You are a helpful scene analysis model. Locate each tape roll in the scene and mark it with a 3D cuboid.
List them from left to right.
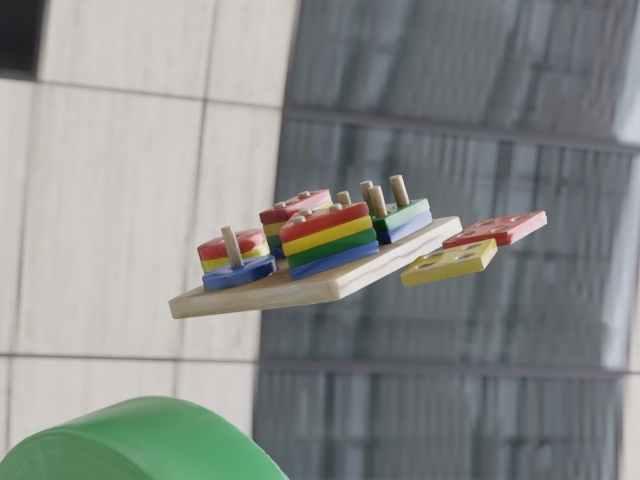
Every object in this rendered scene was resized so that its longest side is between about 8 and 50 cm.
[{"bbox_3d":[-0.092,0.257,1.120,0.321,0.077,0.321,21,-60,43],"label":"tape roll"}]

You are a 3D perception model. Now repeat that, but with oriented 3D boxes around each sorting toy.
[{"bbox_3d":[0.000,0.000,1.090,0.274,0.132,0.046,-8,-78,41],"label":"sorting toy"}]
